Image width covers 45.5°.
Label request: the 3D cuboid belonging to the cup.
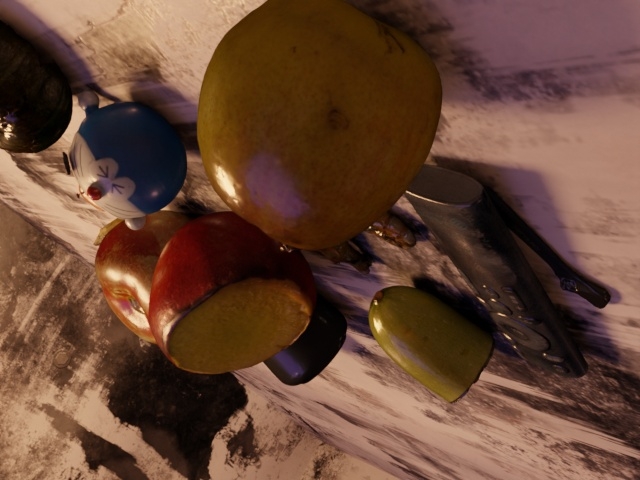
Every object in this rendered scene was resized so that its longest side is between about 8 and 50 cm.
[{"bbox_3d":[-0.065,0.169,1.436,0.176,0.169,0.223,41,157,-8],"label":"cup"}]

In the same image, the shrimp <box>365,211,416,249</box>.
[{"bbox_3d":[0.044,-0.032,0.944,0.161,0.034,0.091,33,163,-5],"label":"shrimp"}]

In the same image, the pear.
[{"bbox_3d":[-0.007,-0.097,0.619,0.200,0.200,0.200,29,162,11],"label":"pear"}]

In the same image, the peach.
[{"bbox_3d":[-0.141,0.070,1.205,0.274,0.248,0.245,-37,74,37],"label":"peach"}]

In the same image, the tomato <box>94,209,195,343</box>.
[{"bbox_3d":[-0.283,0.063,1.448,0.270,0.222,0.270,27,141,25],"label":"tomato"}]

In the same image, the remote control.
[{"bbox_3d":[0.204,0.049,0.854,0.107,0.044,0.377,29,166,45],"label":"remote control"}]

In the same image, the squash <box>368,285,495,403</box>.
[{"bbox_3d":[0.145,0.135,1.079,0.186,0.123,0.123,35,162,-10],"label":"squash"}]

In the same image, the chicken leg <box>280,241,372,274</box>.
[{"bbox_3d":[0.000,0.000,1.063,0.178,0.070,0.093,29,141,-32],"label":"chicken leg"}]

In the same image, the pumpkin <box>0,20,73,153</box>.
[{"bbox_3d":[-0.486,-0.225,1.130,0.237,0.159,0.238,27,157,13],"label":"pumpkin"}]

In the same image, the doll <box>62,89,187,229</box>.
[{"bbox_3d":[-0.298,-0.118,1.107,0.256,0.161,0.215,3,120,63],"label":"doll"}]

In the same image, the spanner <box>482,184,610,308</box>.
[{"bbox_3d":[0.227,0.009,0.780,0.208,0.012,0.046,40,160,-20],"label":"spanner"}]

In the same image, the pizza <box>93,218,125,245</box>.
[{"bbox_3d":[-0.366,-0.016,1.631,0.188,0.081,0.204,16,161,-28],"label":"pizza"}]
